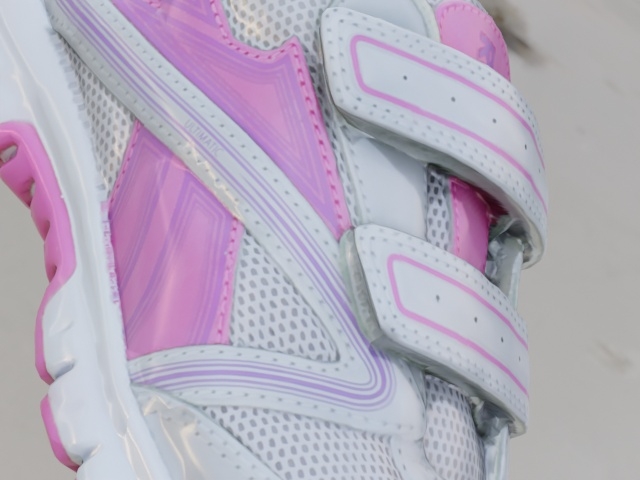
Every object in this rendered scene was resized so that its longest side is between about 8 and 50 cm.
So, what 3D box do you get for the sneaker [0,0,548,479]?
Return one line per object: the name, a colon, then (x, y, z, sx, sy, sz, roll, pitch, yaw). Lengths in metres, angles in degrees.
sneaker: (0.000, 0.000, 0.366, 0.252, 0.111, 0.103, 62, 9, 28)
